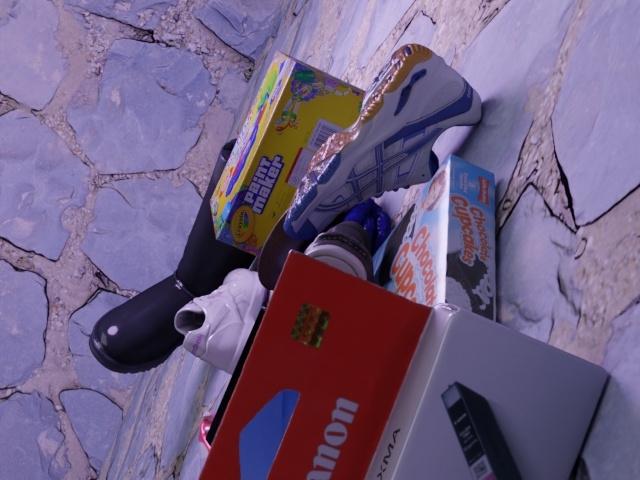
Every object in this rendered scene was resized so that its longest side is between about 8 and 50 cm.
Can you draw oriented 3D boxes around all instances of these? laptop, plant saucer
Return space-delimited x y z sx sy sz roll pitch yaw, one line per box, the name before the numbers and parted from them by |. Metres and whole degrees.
laptop | -0.071 0.247 1.037 0.264 0.136 0.234 -64 -2 -54
plant saucer | 0.000 0.000 1.395 0.198 0.036 0.199 -36 -30 -24

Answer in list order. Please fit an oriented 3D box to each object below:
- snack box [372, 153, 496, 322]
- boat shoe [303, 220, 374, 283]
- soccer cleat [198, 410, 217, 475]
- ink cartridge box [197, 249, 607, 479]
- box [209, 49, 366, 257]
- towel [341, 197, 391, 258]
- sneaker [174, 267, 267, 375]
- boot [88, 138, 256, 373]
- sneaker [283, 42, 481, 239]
snack box | 0.102 0.088 1.005 0.322 0.060 0.187 -81 18 -44
boat shoe | -0.018 0.125 1.169 0.335 0.112 0.095 -66 -4 31
soccer cleat | -0.150 0.361 1.538 0.248 0.083 0.095 -99 4 -56
ink cartridge box | 0.043 0.173 0.717 0.275 0.239 0.060 -68 14 -3
box | -0.037 -0.129 1.638 0.290 0.177 0.279 -65 13 9
towel | -0.013 0.103 1.323 0.308 0.076 0.228 -60 7 22
sneaker | -0.177 0.121 1.826 0.305 0.152 0.114 -96 29 -66
boot | -0.230 0.021 1.939 0.367 0.146 0.445 -29 -24 -55
sneaker | 0.071 -0.088 1.222 0.296 0.131 0.112 -49 18 31
